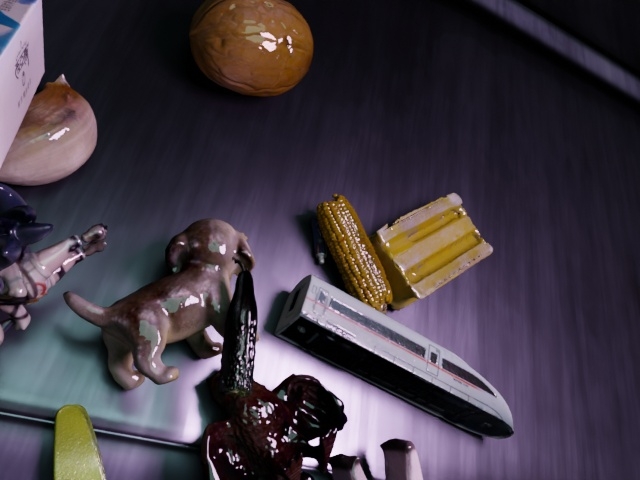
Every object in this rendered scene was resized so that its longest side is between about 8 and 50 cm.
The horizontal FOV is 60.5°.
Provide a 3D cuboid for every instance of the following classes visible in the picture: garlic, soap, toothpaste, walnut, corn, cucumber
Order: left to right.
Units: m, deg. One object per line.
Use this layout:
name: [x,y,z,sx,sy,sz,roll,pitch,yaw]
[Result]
garlic: [-0.379,-0.129,0.701,0.128,0.090,0.198,37,57,11]
cucumber: [-0.091,0.098,0.641,0.043,0.039,0.163,-1,66,13]
walnut: [-0.113,-0.319,0.896,0.207,0.167,0.168,-1,67,-28]
toothpaste: [0.000,0.000,0.889,0.027,0.019,0.083,4,59,-14]
corn: [0.054,0.026,0.867,0.068,0.068,0.207,-24,89,-37]
soap: [0.184,0.015,0.954,0.233,0.076,0.135,-26,82,-37]

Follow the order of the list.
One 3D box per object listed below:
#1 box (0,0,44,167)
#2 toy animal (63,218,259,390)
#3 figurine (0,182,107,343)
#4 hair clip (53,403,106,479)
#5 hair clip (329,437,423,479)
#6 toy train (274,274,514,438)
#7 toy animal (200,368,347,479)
box: [-0.433,-0.201,0.594,0.203,0.116,0.274,5,36,-18]
toy animal: [-0.171,0.081,0.684,0.233,0.121,0.169,-34,98,-40]
figurine: [-0.367,0.050,0.548,0.196,0.175,0.265,20,51,11]
hair clip: [-0.258,0.270,0.592,0.060,0.033,0.189,-2,68,-34]
hair clip: [0.103,0.430,0.693,0.101,0.085,0.331,-6,76,-30]
toy train: [0.131,0.184,0.834,0.406,0.086,0.088,30,49,-15]
toy animal: [-0.077,0.242,0.689,0.218,0.116,0.179,-28,57,-37]
